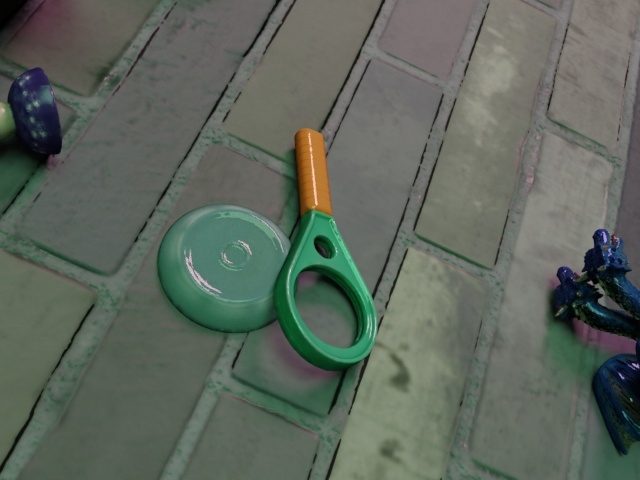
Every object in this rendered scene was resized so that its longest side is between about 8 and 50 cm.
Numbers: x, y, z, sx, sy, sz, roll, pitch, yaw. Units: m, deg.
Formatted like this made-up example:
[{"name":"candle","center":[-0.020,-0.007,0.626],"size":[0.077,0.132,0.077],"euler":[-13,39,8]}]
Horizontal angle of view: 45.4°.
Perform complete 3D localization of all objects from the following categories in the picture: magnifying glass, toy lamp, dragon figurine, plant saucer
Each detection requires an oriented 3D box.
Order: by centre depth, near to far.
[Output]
[{"name":"toy lamp","center":[-0.335,-0.068,0.556],"size":[0.274,0.080,0.080],"euler":[-15,67,-26]},{"name":"plant saucer","center":[-0.072,0.016,0.627],"size":[0.119,0.021,0.119],"euler":[8,60,-14]},{"name":"dragon figurine","center":[0.291,0.129,0.645],"size":[0.143,0.085,0.289],"euler":[3,60,-17]},{"name":"magnifying glass","center":[0.000,0.000,0.647],"size":[0.092,0.026,0.231],"euler":[18,49,-32]}]
